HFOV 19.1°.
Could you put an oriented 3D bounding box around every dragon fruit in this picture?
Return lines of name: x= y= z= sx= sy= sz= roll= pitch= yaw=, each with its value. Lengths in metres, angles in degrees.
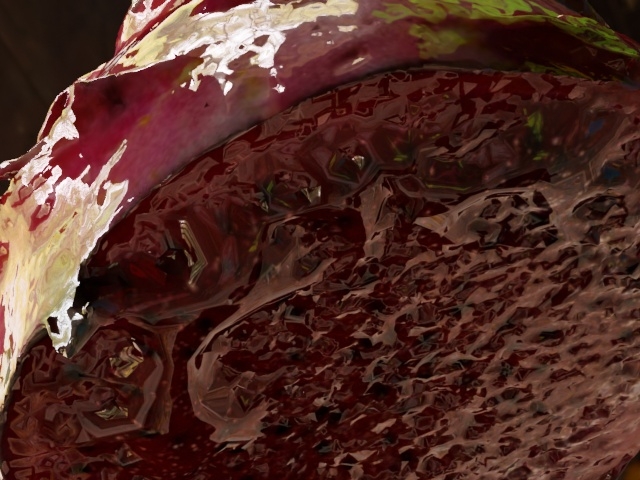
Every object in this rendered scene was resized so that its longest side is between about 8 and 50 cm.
dragon fruit: x=0.000 y=0.000 z=0.930 sx=0.386 sy=0.371 sz=0.249 roll=-48 pitch=42 yaw=26
